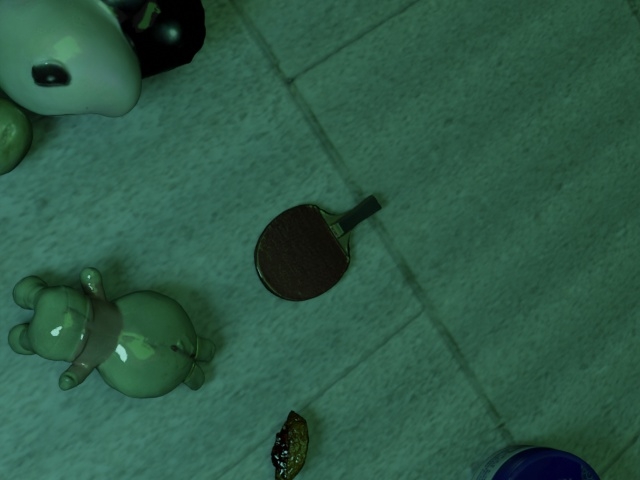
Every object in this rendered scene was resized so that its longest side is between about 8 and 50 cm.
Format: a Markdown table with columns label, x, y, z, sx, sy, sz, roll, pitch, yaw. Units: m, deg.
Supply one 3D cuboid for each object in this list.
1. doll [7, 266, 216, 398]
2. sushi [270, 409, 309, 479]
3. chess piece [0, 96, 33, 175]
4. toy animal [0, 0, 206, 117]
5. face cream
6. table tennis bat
| label | x | y | z | sx | sy | sz | roll | pitch | yaw |
| --- | --- | --- | --- | --- | --- | --- | --- | --- | --- |
| doll | -0.256 | 0.126 | 1.197 | 0.275 | 0.113 | 0.155 | 19 | 73 | -20 |
| sushi | -0.045 | 0.285 | 1.305 | 0.047 | 0.050 | 0.099 | 13 | 72 | -28 |
| chess piece | -0.462 | -0.170 | 1.144 | 0.243 | 0.133 | 0.133 | 35 | 70 | -21 |
| toy animal | -0.285 | -0.259 | 1.196 | 0.266 | 0.212 | 0.212 | -43 | 101 | -19 |
| face cream | 0.319 | 0.411 | 1.420 | 0.205 | 0.111 | 0.206 | 3 | 82 | -23 |
| table tennis bat | 0.000 | 0.000 | 1.382 | 0.220 | 0.019 | 0.130 | -35 | 97 | -23 |
